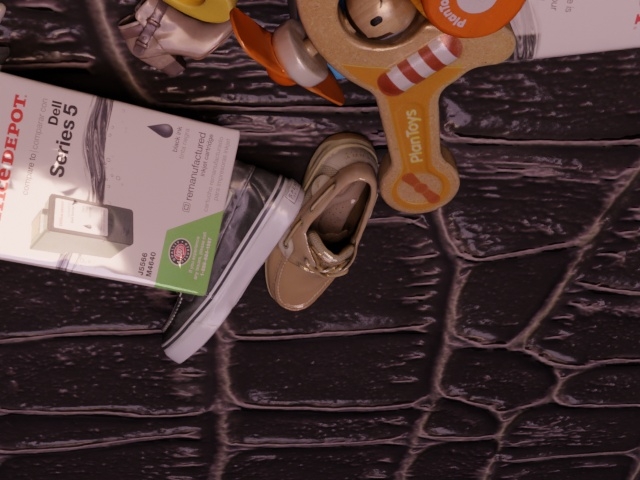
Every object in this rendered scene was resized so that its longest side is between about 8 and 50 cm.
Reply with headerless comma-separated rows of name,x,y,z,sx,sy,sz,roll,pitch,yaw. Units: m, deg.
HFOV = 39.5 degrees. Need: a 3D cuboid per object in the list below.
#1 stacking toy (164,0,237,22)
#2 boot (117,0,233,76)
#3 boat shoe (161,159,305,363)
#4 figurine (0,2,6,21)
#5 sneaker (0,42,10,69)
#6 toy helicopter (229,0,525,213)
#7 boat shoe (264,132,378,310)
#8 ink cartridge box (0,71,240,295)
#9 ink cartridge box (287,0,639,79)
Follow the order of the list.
stacking toy,-0.160,-0.352,0.764,0.280,0.130,0.309,30,167,-5
boot,-0.159,-0.236,0.976,0.118,0.042,0.087,-35,123,13
boat shoe,-0.147,0.023,1.195,0.119,0.121,0.335,32,118,-7
figurine,-0.430,-0.203,0.882,0.215,0.092,0.209,19,138,-21
sneaker,-0.373,-0.219,0.960,0.035,0.031,0.083,-47,128,7
toy helicopter,0.059,-0.147,0.811,0.235,0.140,0.355,-10,139,4
boat shoe,0.000,0.000,1.193,0.109,0.098,0.302,10,131,-20
ink cartridge box,-0.252,-0.060,1.013,0.273,0.115,0.198,11,91,-21
ink cartridge box,0.161,-0.329,0.856,0.395,0.166,0.285,-6,135,-4
